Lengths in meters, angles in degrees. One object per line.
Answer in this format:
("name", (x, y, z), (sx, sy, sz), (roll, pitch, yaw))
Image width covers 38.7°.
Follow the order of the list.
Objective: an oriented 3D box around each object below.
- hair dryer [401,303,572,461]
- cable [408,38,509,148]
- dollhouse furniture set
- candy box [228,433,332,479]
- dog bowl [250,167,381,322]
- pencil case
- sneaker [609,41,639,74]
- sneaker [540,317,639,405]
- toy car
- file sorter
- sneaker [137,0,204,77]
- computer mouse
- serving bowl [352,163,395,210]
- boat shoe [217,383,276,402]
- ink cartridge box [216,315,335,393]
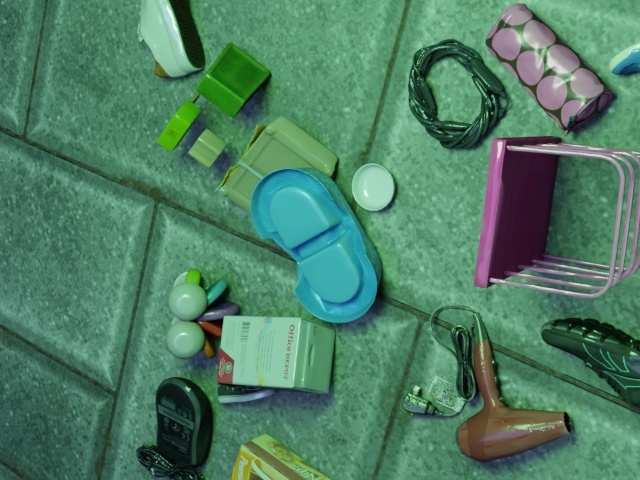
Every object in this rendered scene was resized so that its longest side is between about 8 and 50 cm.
("hair dryer", (0.275, 0.257, 1.513), (0.294, 0.080, 0.223), (27, 109, 26))
("cable", (0.217, -0.244, 1.516), (0.184, 0.047, 0.150), (50, 123, 14))
("dollhouse furniture set", (-0.120, -0.186, 1.715), (0.302, 0.151, 0.197), (36, 124, -8))
("candy box", (-0.111, 0.564, 1.785), (0.183, 0.088, 0.316), (30, 110, 26))
("dog bowl", (0.000, 0.000, 1.621), (0.166, 0.074, 0.297), (-29, 95, 31))
("pencil case", (0.344, -0.264, 1.404), (0.209, 0.095, 0.098), (54, 135, 18))
("sneaker", (0.502, -0.251, 1.322), (0.152, 0.058, 0.084), (-18, 77, 26))
("sneaker", (0.457, 0.193, 1.380), (0.267, 0.101, 0.106), (18, 107, 30))
("toy car", (-0.229, 0.147, 1.792), (0.136, 0.159, 0.181), (4, 99, -3))
("file sorter", (0.363, -0.038, 1.302), (0.182, 0.291, 0.202), (11, 101, 28))
("sneaker", (-0.324, -0.459, 1.785), (0.123, 0.106, 0.290), (-13, 90, 30))
("computer mouse", (-0.287, 0.388, 1.892), (0.189, 0.072, 0.272), (25, 121, 25))
("serving bowl", (0.098, -0.095, 1.612), (0.083, 0.027, 0.083), (4, 98, 31))
("boat shoe", (-0.151, 0.295, 1.803), (0.142, 0.049, 0.040), (-13, 89, 35))
("ink cartridge box", (-0.080, 0.211, 1.684), (0.176, 0.127, 0.128), (-1, 76, 33))
